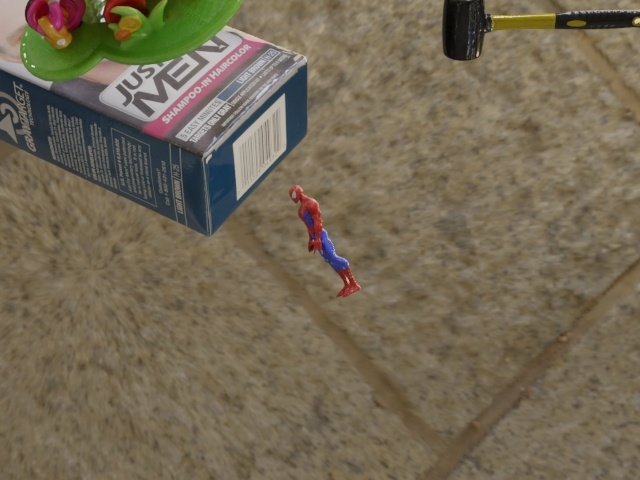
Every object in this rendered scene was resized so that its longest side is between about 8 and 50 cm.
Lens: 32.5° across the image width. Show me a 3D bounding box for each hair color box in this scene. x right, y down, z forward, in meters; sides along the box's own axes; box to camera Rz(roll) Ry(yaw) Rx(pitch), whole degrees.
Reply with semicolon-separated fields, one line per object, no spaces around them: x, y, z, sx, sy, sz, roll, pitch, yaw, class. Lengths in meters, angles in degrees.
-0.202;-0.153;1.069;0.347;0.105;0.174;24;50;21;hair color box

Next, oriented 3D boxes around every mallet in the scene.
0.201;-0.203;0.974;0.190;0.039;0.062;-7;124;7;mallet

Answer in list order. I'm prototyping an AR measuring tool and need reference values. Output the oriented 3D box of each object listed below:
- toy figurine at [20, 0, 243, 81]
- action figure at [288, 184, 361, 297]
-0.148;-0.196;0.679;0.173;0.159;0.130;-28;59;3;toy figurine
0.000;0.000;1.043;0.030;0.038;0.115;-25;93;-10;action figure
